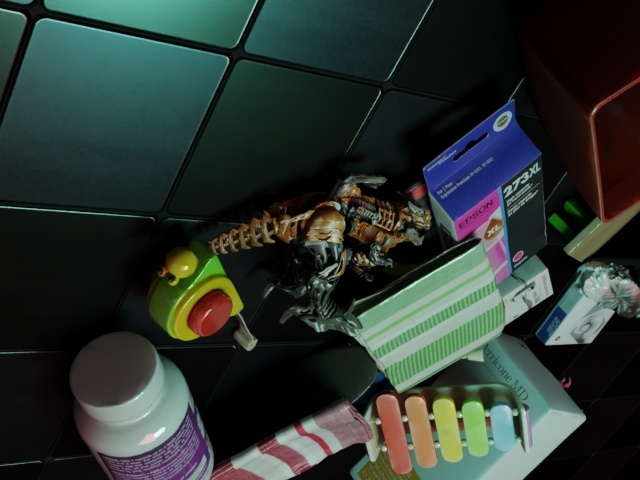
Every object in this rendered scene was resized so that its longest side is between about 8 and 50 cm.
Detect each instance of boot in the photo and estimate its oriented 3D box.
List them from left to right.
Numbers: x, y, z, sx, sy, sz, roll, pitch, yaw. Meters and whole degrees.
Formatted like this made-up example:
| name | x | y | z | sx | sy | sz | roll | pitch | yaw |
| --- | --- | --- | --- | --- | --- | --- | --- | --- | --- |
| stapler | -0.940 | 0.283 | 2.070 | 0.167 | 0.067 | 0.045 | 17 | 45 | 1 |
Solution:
| name | x | y | z | sx | sy | sz | roll | pitch | yaw |
| --- | --- | --- | --- | --- | --- | --- | --- | --- | --- |
| boot | -0.023 | 0.288 | 1.653 | 0.305 | 0.112 | 0.115 | -35 | 159 | 10 |

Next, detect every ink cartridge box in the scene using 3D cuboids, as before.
| name | x | y | z | sx | sy | sz | roll | pitch | yaw |
| --- | --- | --- | --- | --- | --- | --- | --- | --- | --- |
| ink cartridge box | 0.269 | -0.048 | 1.469 | 0.175 | 0.069 | 0.371 | -38 | 146 | -7 |
| ink cartridge box | 0.369 | 0.096 | 1.763 | 0.135 | 0.056 | 0.099 | -33 | 142 | -2 |
| ink cartridge box | 0.597 | 0.131 | 1.985 | 0.223 | 0.045 | 0.223 | 0 | 130 | -38 |

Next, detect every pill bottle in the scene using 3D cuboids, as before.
| name | x | y | z | sx | sy | sz | roll | pitch | yaw |
| --- | --- | --- | --- | --- | --- | --- | --- | --- | --- |
| pill bottle | -0.265 | 0.268 | 1.374 | 0.169 | 0.169 | 0.302 | -25 | 142 | -13 |

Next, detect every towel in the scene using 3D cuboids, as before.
| name | x | y | z | sx | sy | sz | roll | pitch | yaw |
| --- | --- | --- | --- | --- | --- | --- | --- | --- | --- |
| towel | -0.073 | 0.381 | 1.602 | 0.328 | 0.037 | 0.237 | -28 | 154 | 2 |
| towel | 0.184 | 0.132 | 1.537 | 0.247 | 0.038 | 0.325 | -30 | 145 | 3 |

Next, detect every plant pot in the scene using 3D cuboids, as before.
| name | x | y | z | sx | sy | sz | roll | pitch | yaw |
| --- | --- | --- | --- | --- | --- | --- | --- | --- | --- |
| plant pot | 0.423 | -0.237 | 1.301 | 0.267 | 0.236 | 0.267 | -33 | 144 | -3 |

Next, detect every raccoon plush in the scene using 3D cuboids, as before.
| name | x | y | z | sx | sy | sz | roll | pitch | yaw |
| --- | --- | --- | --- | --- | --- | --- | --- | --- | --- |
| raccoon plush | 0.721 | 0.027 | 1.886 | 0.446 | 0.299 | 0.216 | 21 | 119 | -12 |

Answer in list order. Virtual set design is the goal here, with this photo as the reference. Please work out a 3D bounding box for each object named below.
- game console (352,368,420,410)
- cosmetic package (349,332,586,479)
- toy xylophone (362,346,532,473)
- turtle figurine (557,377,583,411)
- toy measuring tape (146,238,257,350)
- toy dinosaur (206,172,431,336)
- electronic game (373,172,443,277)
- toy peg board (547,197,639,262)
| name | x | y | z | sx | sy | sz | roll | pitch | yaw |
| --- | --- | --- | --- | --- | --- | --- | --- | --- | --- |
| game console | 0.114 | 0.304 | 1.785 | 0.071 | 0.107 | 0.122 | -32 | 155 | -56 |
| cosmetic package | 0.294 | 0.426 | 1.921 | 0.161 | 0.230 | 0.453 | 20 | 116 | -46 |
| toy xylophone | 0.225 | 0.317 | 1.725 | 0.322 | 0.081 | 0.236 | -13 | 120 | 16 |
| turtle figurine | 0.473 | 0.361 | 2.088 | 0.234 | 0.118 | 0.175 | 3 | 170 | -37 |
| toy measuring tape | -0.171 | 0.109 | 1.327 | 0.121 | 0.121 | 0.330 | -29 | 151 | -8 |
| toy dinosaur | 0.000 | 0.000 | 1.343 | 0.321 | 0.164 | 0.219 | 8 | 116 | -5 |
| electronic game | 0.174 | -0.028 | 1.490 | 0.229 | 0.048 | 0.229 | -20 | 140 | -18 |
| toy peg board | 0.505 | -0.048 | 1.715 | 0.161 | 0.079 | 0.160 | -45 | 157 | 14 |
